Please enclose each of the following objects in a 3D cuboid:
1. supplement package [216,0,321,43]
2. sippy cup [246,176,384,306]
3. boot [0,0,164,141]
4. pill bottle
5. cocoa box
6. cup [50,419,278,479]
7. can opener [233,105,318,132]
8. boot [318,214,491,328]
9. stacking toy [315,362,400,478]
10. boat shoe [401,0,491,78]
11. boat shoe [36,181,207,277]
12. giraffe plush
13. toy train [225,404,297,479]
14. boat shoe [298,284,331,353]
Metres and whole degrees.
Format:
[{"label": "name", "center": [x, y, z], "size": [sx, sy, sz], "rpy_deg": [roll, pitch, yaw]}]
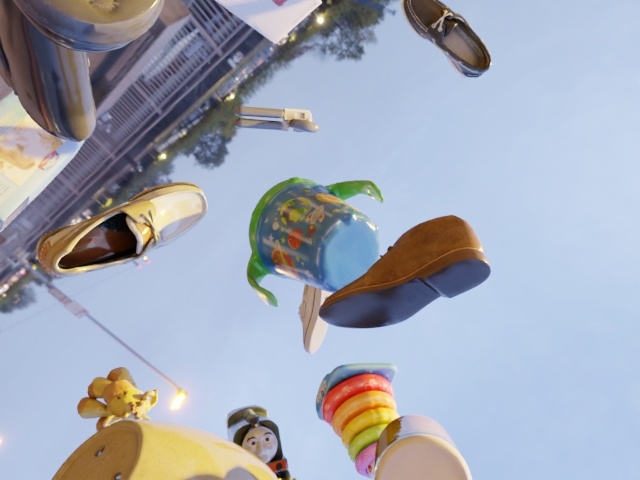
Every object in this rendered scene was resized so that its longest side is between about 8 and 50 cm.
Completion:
[{"label": "supplement package", "center": [-0.162, -0.664, 1.165], "size": [0.177, 0.176, 0.292], "rpy_deg": [-33, 163, 24]}, {"label": "sippy cup", "center": [0.000, 0.000, 0.989], "size": [0.224, 0.239, 0.306], "rpy_deg": [25, -81, 52]}, {"label": "boot", "center": [-0.318, -0.248, 0.552], "size": [0.146, 0.367, 0.445], "rpy_deg": [-19, 168, -33]}, {"label": "pill bottle", "center": [0.133, 0.307, 0.645], "size": [0.117, 0.118, 0.208], "rpy_deg": [-43, 167, -2]}, {"label": "cocoa box", "center": [-0.921, -0.235, 1.390], "size": [0.227, 0.231, 0.347], "rpy_deg": [-11, -138, 53]}, {"label": "cup", "center": [-0.247, 0.396, 0.668], "size": [0.330, 0.237, 0.331], "rpy_deg": [-24, -152, 13]}, {"label": "can opener", "center": [-0.140, -0.393, 1.518], "size": [0.280, 0.074, 0.093], "rpy_deg": [-3, -167, -27]}, {"label": "boot", "center": [0.129, 0.061, 0.798], "size": [0.305, 0.112, 0.115], "rpy_deg": [-27, -136, 25]}, {"label": "stacking toy", "center": [0.110, 0.403, 0.930], "size": [0.302, 0.165, 0.175], "rpy_deg": [-117, -144, -52]}, {"label": "boat shoe", "center": [0.347, -0.567, 1.270], "size": [0.114, 0.302, 0.091], "rpy_deg": [-53, -168, 6]}, {"label": "boat shoe", "center": [-0.324, -0.014, 0.821], "size": [0.302, 0.113, 0.103], "rpy_deg": [-31, -153, -29]}, {"label": "giraffe plush", "center": [-0.530, 0.436, 1.254], "size": [0.182, 0.210, 0.170], "rpy_deg": [-65, -171, -28]}, {"label": "toy train", "center": [-0.145, 0.472, 1.034], "size": [0.142, 0.191, 0.334], "rpy_deg": [-10, 169, -15]}, {"label": "boat shoe", "center": [-0.028, 0.221, 1.489], "size": [0.088, 0.268, 0.096], "rpy_deg": [11, -172, 31]}]
